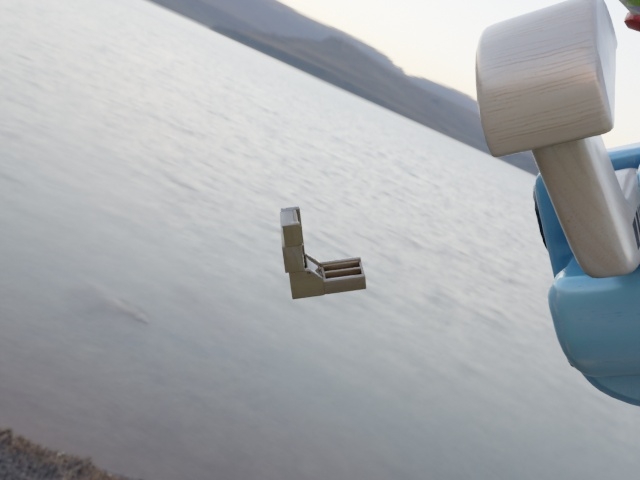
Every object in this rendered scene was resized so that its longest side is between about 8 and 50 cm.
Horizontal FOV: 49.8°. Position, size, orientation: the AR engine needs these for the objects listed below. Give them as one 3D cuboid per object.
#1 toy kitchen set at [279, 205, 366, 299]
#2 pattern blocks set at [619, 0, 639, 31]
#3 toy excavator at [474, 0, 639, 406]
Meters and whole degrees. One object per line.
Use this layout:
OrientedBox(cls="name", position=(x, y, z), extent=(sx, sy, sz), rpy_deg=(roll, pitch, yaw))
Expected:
OrientedBox(cls="toy kitchen set", position=(0.000, 0.000, 0.669), extent=(0.075, 0.083, 0.068), rpy_deg=(-8, 32, -2))
OrientedBox(cls="pattern blocks set", position=(0.450, -0.362, 0.954), extent=(0.325, 0.026, 0.285), rpy_deg=(23, 1, -21))
OrientedBox(cls="toy excavator", position=(0.288, -0.001, 0.637), extent=(0.222, 0.432, 0.445), rpy_deg=(-10, 12, 30))
